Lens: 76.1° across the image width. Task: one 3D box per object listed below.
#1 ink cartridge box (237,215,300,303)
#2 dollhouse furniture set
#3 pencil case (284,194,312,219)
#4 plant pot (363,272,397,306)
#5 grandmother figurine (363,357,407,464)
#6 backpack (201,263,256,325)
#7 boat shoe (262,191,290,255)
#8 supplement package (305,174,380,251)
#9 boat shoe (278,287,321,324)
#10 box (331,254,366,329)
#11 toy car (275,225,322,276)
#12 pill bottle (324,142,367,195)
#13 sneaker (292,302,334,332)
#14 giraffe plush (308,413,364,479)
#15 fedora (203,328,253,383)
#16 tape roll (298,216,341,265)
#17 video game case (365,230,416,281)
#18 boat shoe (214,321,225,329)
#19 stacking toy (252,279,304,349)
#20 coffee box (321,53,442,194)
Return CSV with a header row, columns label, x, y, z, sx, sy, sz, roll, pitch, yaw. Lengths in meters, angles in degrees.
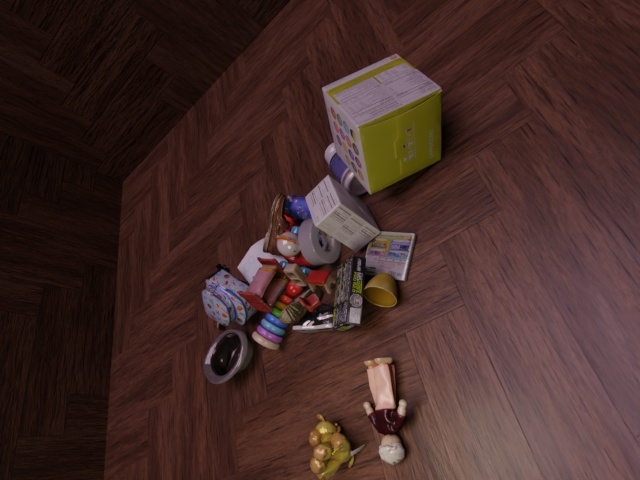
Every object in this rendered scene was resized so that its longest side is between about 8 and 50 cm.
label,x,y,z,sx,sy,sz,roll,pitch,yaw
ink cartridge box,-0.234,0.077,2.075,0.385,0.091,0.308,-57,46,9
dollhouse furniture set,-0.147,0.197,1.760,0.374,0.152,0.201,0,51,37
pencil case,-0.054,-0.161,1.988,0.306,0.133,0.119,9,53,43
plant pot,0.242,0.181,1.587,0.134,0.134,0.095,-8,43,40
grandmother figurine,0.234,0.592,1.432,0.208,0.104,0.342,135,136,-56
backpack,-0.447,0.296,2.041,0.263,0.277,0.213,19,47,18
boat shoe,-0.196,-0.077,2.001,0.104,0.111,0.307,14,103,7
supplement package,0.092,-0.110,1.722,0.145,0.262,0.204,-42,40,21
boat shoe,-0.093,0.290,1.835,0.223,0.080,0.073,-40,8,-10
box,0.112,0.216,1.641,0.216,0.060,0.270,126,152,-67
toy car,-0.109,0.031,1.846,0.210,0.238,0.219,14,77,21
pill bottle,0.128,-0.337,1.882,0.153,0.153,0.265,-47,48,17
sneaker,-0.022,0.335,1.788,0.216,0.079,0.121,-11,61,30
giraffe plush,0.029,0.733,1.496,0.170,0.210,0.181,36,122,50
fedora,-0.434,0.574,2.015,0.243,0.124,0.275,27,83,43
tape roll,0.000,0.000,1.805,0.072,0.219,0.219,-14,63,37
video game case,0.276,0.059,1.669,0.212,0.023,0.193,5,76,44
boat shoe,-0.540,0.394,2.231,0.060,0.064,0.178,3,76,41
stacking toy,-0.182,0.332,1.902,0.141,0.141,0.330,22,81,45
coffee box,0.248,-0.458,1.619,0.338,0.338,0.334,-26,50,-5
